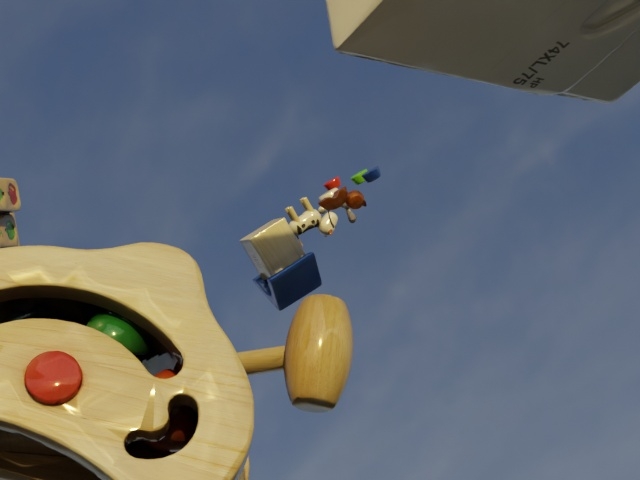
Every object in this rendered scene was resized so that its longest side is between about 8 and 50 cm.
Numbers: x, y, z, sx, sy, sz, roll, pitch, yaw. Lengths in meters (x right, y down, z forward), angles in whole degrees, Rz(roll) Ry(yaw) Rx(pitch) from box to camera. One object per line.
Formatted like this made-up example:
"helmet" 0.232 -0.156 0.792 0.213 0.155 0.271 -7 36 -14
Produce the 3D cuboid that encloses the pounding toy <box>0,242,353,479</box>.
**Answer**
"pounding toy" -0.114 0.103 0.917 0.269 0.154 0.155 0 -31 -5

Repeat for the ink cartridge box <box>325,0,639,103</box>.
"ink cartridge box" 0.115 -0.247 0.963 0.197 0.270 0.198 7 -31 -30

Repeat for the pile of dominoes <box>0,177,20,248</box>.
"pile of dominoes" -0.267 0.073 1.486 0.040 0.251 0.196 -11 -2 12

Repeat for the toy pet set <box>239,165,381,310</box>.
"toy pet set" 0.000 0.000 1.415 0.114 0.065 0.122 -32 6 -14
